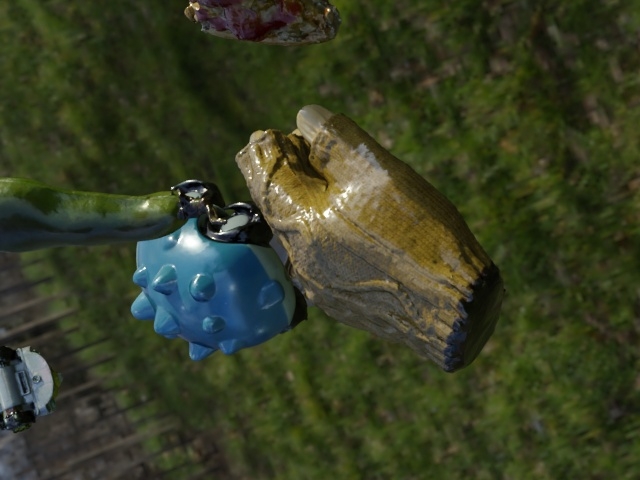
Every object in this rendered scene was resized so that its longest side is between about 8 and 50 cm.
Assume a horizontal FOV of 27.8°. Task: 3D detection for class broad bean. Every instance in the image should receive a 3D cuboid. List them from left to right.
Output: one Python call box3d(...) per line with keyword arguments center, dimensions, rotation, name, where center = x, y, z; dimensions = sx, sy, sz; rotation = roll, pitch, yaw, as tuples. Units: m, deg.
box3d(center=(-0.242, -0.027, 1.253), dimensions=(0.075, 0.325, 0.067), rotation=(76, -166, -64), name="broad bean")

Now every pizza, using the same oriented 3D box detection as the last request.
box3d(center=(-0.090, -0.250, 1.289), dimensions=(0.188, 0.062, 0.199), rotation=(7, 156, 37), name="pizza")

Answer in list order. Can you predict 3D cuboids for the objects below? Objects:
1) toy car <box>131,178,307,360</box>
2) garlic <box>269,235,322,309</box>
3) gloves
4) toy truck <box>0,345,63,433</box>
box3d(center=(-0.149, 0.050, 1.649), dimensions=(0.255, 0.190, 0.189), rotation=(28, 147, 50), name="toy car")
box3d(center=(0.000, 0.000, 1.960), dimensions=(0.229, 0.178, 0.143), rotation=(39, -156, -11), name="garlic")
box3d(center=(0.039, -0.009, 1.344), dimensions=(0.356, 0.155, 0.203), rotation=(47, 159, 30), name="gloves")
box3d(center=(-0.277, 0.137, 1.125), dimensions=(0.077, 0.111, 0.076), rotation=(79, 173, -76), name="toy truck")
